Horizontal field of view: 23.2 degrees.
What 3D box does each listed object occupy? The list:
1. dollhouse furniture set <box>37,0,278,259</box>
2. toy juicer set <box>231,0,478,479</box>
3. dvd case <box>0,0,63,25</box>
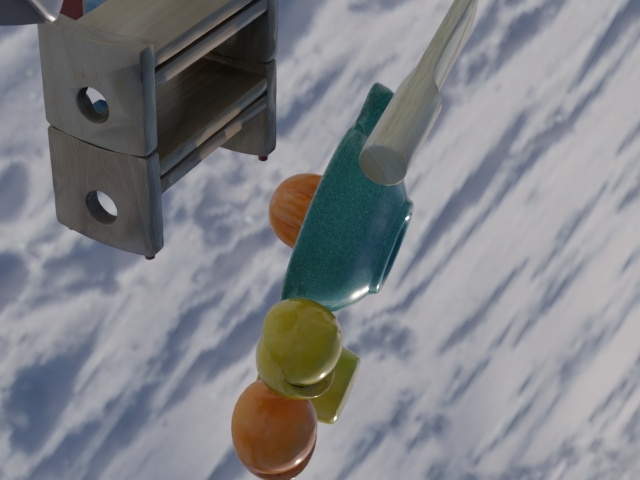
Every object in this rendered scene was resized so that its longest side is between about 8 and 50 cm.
[{"bbox_3d":[-0.134,-0.097,0.865,0.129,0.184,0.129,-44,145,-46],"label":"dollhouse furniture set"},{"bbox_3d":[0.000,0.000,0.978,0.209,0.089,0.329,-52,163,-65],"label":"toy juicer set"},{"bbox_3d":[-0.094,-0.204,0.413,0.179,0.029,0.238,50,45,-64],"label":"dvd case"}]
